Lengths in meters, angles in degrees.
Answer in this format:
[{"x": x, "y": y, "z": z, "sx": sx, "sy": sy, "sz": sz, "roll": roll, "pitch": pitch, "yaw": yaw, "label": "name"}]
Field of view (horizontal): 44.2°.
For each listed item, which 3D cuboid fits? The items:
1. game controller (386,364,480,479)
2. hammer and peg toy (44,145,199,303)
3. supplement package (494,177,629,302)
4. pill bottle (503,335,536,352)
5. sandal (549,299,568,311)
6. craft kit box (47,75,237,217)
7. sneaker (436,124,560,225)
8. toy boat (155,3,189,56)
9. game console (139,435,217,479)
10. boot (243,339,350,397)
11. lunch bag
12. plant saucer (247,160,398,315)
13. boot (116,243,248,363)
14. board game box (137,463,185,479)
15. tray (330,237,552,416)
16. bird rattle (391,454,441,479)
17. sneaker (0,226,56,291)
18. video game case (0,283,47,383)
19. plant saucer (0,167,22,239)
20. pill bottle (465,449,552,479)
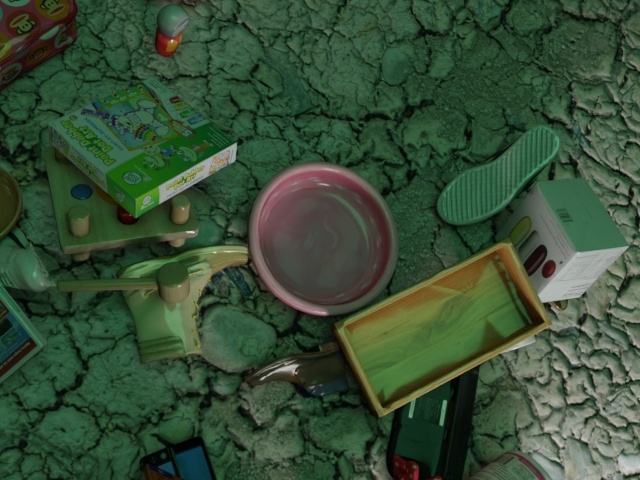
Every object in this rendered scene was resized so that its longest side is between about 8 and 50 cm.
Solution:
[{"x": 0.242, "y": 0.364, "z": 1.674, "sx": 0.166, "sy": 0.067, "sz": 0.319, "roll": 13, "pitch": 71, "yaw": 0, "label": "game controller"}, {"x": -0.370, "y": -0.053, "z": 1.470, "sx": 0.265, "sy": 0.127, "sz": 0.361, "roll": -8, "pitch": 55, "yaw": -20, "label": "hammer and peg toy"}, {"x": 0.527, "y": 0.002, "z": 1.748, "sx": 0.149, "sy": 0.203, "sz": 0.194, "roll": -6, "pitch": 55, "yaw": -25, "label": "supplement package"}, {"x": 0.396, "y": 0.134, "z": 1.746, "sx": 0.121, "sy": 0.121, "sz": 0.216, "roll": -16, "pitch": 81, "yaw": -22, "label": "pill bottle"}, {"x": 0.505, "y": 0.095, "z": 1.836, "sx": 0.180, "sy": 0.049, "sz": 0.072, "roll": 45, "pitch": 51, "yaw": 14, "label": "sandal"}, {"x": -0.329, "y": -0.183, "z": 1.468, "sx": 0.250, "sy": 0.061, "sz": 0.246, "roll": 38, "pitch": 54, "yaw": 20, "label": "craft kit box"}, {"x": 0.412, "y": -0.137, "z": 1.835, "sx": 0.321, "sy": 0.127, "sz": 0.126, "roll": -34, "pitch": 82, "yaw": 1, "label": "sneaker"}, {"x": -0.317, "y": -0.559, "z": 1.678, "sx": 0.267, "sy": 0.148, "sz": 0.318, "roll": 2, "pitch": 75, "yaw": -18, "label": "toy boat"}, {"x": -0.261, "y": 0.442, "z": 1.463, "sx": 0.107, "sy": 0.071, "sz": 0.122, "roll": -11, "pitch": 78, "yaw": -46, "label": "game console"}, {"x": -0.041, "y": 0.278, "z": 1.581, "sx": 0.219, "sy": 0.082, "sz": 0.106, "roll": -16, "pitch": 79, "yaw": -24, "label": "boot"}, {"x": -0.658, "y": -0.447, "z": 1.555, "sx": 0.258, "sy": 0.120, "sz": 0.293, "roll": 44, "pitch": 65, "yaw": 1, "label": "lunch bag"}, {"x": 0.000, "y": 0.000, "z": 1.665, "sx": 0.332, "sy": 0.084, "sz": 0.332, "roll": 6, "pitch": 72, "yaw": -19, "label": "plant saucer"}, {"x": -0.248, "y": 0.122, "z": 1.545, "sx": 0.261, "sy": 0.095, "sz": 0.204, "roll": -13, "pitch": 80, "yaw": -20, "label": "boot"}, {"x": -0.198, "y": 0.621, "z": 1.260, "sx": 0.356, "sy": 0.356, "sz": 0.356, "roll": 29, "pitch": 77, "yaw": -10, "label": "board game box"}, {"x": 0.248, "y": 0.174, "z": 1.618, "sx": 0.410, "sy": 0.076, "sz": 0.203, "roll": -25, "pitch": 85, "yaw": -12, "label": "tray"}, {"x": 0.138, "y": 0.541, "z": 1.502, "sx": 0.253, "sy": 0.207, "sz": 0.143, "roll": -32, "pitch": 103, "yaw": -3, "label": "bird rattle"}, {"x": -0.546, "y": 0.051, "z": 1.406, "sx": 0.094, "sy": 0.235, "sz": 0.090, "roll": -29, "pitch": 116, "yaw": -24, "label": "sneaker"}, {"x": -0.640, "y": 0.131, "z": 1.386, "sx": 0.204, "sy": 0.025, "sz": 0.285, "roll": -39, "pitch": 90, "yaw": 14, "label": "video game case"}, {"x": -0.651, "y": -0.054, "z": 1.457, "sx": 0.199, "sy": 0.037, "sz": 0.200, "roll": 1, "pitch": 58, "yaw": -1, "label": "plant saucer"}, {"x": 0.328, "y": 0.558, "z": 1.578, "sx": 0.283, "sy": 0.160, "sz": 0.160, "roll": -25, "pitch": 85, "yaw": -26, "label": "pill bottle"}]
